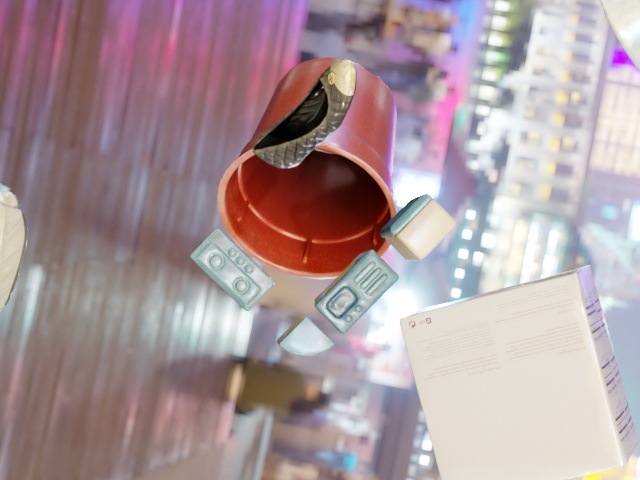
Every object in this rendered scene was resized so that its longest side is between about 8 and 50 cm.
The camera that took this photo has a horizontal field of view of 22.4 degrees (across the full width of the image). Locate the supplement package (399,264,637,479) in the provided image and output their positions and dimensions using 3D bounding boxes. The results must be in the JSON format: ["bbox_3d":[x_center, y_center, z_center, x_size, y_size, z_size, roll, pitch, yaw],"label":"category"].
[{"bbox_3d":[0.213,0.150,1.709,0.149,0.194,0.203,-8,83,-74],"label":"supplement package"}]

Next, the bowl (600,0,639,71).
[{"bbox_3d":[0.443,-0.278,1.737,0.156,0.289,0.289,-34,157,-17],"label":"bowl"}]

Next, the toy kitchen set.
[{"bbox_3d":[0.000,0.000,1.606,0.207,0.166,0.122,-46,-178,-4],"label":"toy kitchen set"}]

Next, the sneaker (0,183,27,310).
[{"bbox_3d":[-0.338,0.081,1.319,0.110,0.122,0.283,25,-76,52],"label":"sneaker"}]

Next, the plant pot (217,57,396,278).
[{"bbox_3d":[0.001,-0.128,2.498,0.265,0.272,0.272,-76,174,-47],"label":"plant pot"}]

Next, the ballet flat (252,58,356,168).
[{"bbox_3d":[-0.014,-0.132,1.718,0.173,0.049,0.057,-48,-137,42],"label":"ballet flat"}]
